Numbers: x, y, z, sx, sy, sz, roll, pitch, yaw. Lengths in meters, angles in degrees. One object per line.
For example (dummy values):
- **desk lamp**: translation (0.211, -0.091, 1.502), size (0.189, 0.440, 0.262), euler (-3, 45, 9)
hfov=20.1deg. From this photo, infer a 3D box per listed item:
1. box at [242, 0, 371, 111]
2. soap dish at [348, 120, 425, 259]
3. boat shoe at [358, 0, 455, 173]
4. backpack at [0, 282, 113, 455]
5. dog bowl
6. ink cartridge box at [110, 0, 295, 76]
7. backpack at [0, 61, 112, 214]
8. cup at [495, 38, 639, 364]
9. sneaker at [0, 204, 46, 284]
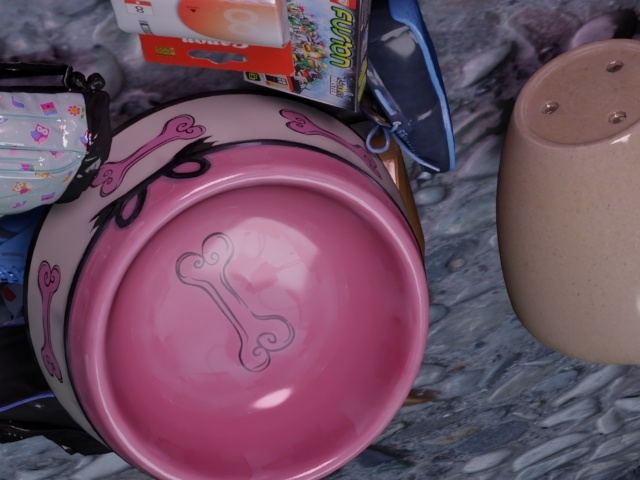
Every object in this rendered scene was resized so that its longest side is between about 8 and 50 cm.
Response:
- **box**: translation (-0.014, -0.193, 1.594), size (0.114, 0.036, 0.207), euler (16, 156, 8)
- **soap dish**: translation (0.000, 0.000, 1.986), size (0.229, 0.118, 0.291), euler (-19, 155, 2)
- **boat shoe**: translation (0.074, -0.154, 1.761), size (0.089, 0.109, 0.258), euler (-14, 140, 7)
- **backpack**: translation (-0.228, 0.137, 2.004), size (0.276, 0.213, 0.263), euler (-10, 155, 13)
- **dog bowl**: translation (-0.075, 0.068, 1.750), size (0.408, 0.150, 0.408), euler (-6, 111, -17)
- **ink cartridge box**: translation (-0.100, -0.179, 1.557), size (0.145, 0.045, 0.179), euler (6, 153, 6)
- **backpack**: translation (-0.289, -0.084, 1.602), size (0.182, 0.115, 0.152), euler (0, 153, -31)
- **cup**: translation (0.318, -0.070, 1.892), size (0.331, 0.331, 0.237), euler (-23, 129, 8)
- **sneaker**: translation (-0.310, 0.016, 1.841), size (0.209, 0.082, 0.069), euler (-18, 158, 1)
